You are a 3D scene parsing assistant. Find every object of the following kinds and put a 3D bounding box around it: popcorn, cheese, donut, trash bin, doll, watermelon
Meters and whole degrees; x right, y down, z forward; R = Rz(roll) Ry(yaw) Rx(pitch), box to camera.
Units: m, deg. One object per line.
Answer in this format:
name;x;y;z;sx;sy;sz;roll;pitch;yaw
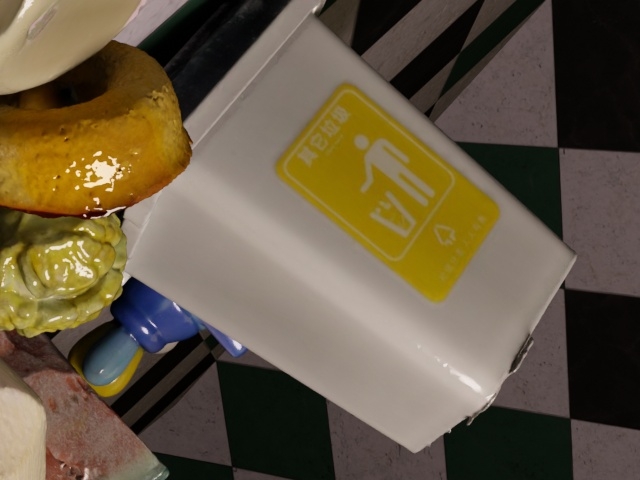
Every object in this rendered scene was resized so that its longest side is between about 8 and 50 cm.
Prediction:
popcorn;-0.216;0.012;1.001;0.141;0.135;0.162;-49;177;-41
cheese;-0.131;-0.149;0.747;0.137;0.064;0.227;-45;176;27
donut;-0.152;-0.073;0.781;0.152;0.152;0.058;-39;139;-41
trash bin;0.000;0.000;1.136;0.256;0.367;0.296;-54;-179;-32
doll;-0.133;0.040;1.562;0.376;0.187;0.365;-65;176;18
watermelon;-0.278;0.158;1.234;0.148;0.318;0.226;-38;132;-18

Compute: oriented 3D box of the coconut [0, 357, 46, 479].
coconut;-0.292;0.158;0.852;0.237;0.266;0.237;-41;166;-13
